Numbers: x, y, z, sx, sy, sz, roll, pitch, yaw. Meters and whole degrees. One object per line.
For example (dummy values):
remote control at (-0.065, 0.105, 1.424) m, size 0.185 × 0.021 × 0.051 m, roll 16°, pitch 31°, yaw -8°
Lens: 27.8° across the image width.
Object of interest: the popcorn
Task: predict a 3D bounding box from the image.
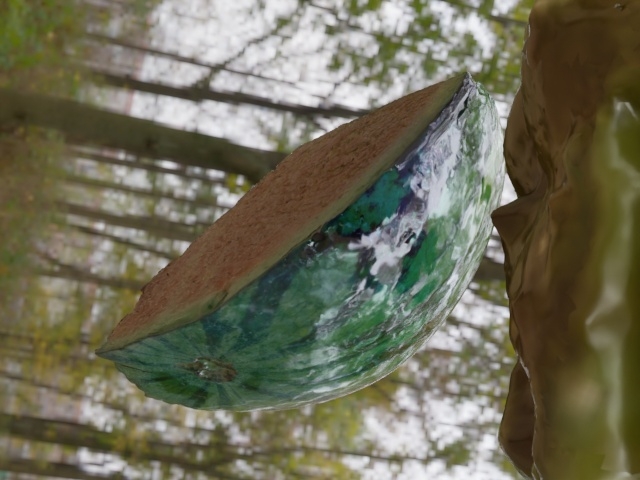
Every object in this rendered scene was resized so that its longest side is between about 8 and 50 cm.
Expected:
popcorn at (0.174, 0.015, 0.419) m, size 0.282 × 0.247 × 0.282 m, roll 14°, pitch 90°, yaw -79°

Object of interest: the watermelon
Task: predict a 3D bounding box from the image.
watermelon at (0.016, 0.008, 0.643) m, size 0.231 × 0.128 × 0.146 m, roll -44°, pitch -179°, yaw -25°
